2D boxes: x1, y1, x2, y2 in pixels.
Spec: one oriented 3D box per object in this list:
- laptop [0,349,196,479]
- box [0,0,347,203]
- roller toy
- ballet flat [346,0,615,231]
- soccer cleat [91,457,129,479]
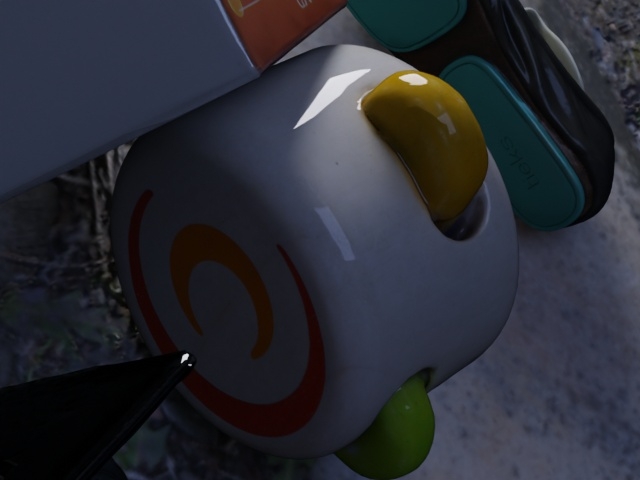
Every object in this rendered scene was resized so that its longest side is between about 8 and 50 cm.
[{"bbox_3d":[-0.207,0.258,0.603,0.236,0.408,0.382,20,50,29],"label":"laptop"},{"bbox_3d":[-0.151,-0.215,0.901,0.345,0.168,0.215,63,17,-9],"label":"box"},{"bbox_3d":[0.000,0.000,0.982,0.146,0.191,0.209,-30,128,-37],"label":"roller toy"},{"bbox_3d":[0.088,-0.132,1.158,0.280,0.095,0.096,55,44,-14],"label":"ballet flat"},{"bbox_3d":[-0.100,0.151,0.947,0.179,0.060,0.072,32,57,-14],"label":"soccer cleat"}]
